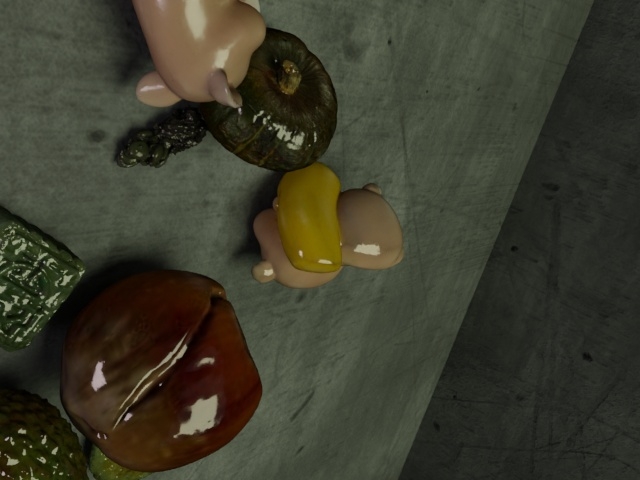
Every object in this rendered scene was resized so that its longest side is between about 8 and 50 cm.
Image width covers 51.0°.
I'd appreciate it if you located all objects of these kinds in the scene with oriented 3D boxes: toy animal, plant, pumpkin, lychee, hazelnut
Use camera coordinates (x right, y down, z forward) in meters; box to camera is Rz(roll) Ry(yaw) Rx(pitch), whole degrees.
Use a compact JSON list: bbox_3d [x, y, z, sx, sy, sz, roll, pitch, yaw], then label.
[{"bbox_3d":[-0.006,-0.018,1.505,0.345,0.277,0.247,-8,151,-39],"label":"toy animal"},{"bbox_3d":[-0.263,-0.170,1.135,0.174,0.087,0.085,-34,165,-28],"label":"plant"},{"bbox_3d":[-0.178,-0.341,0.984,0.213,0.195,0.256,-44,128,-42],"label":"toy animal"},{"bbox_3d":[-0.083,-0.251,1.151,0.260,0.260,0.189,-28,173,-40],"label":"pumpkin"},{"bbox_3d":[-0.512,0.353,1.040,0.270,0.320,0.270,-38,167,-10],"label":"lychee"},{"bbox_3d":[-0.283,0.233,1.205,0.372,0.372,0.315,-17,166,-47],"label":"hazelnut"}]

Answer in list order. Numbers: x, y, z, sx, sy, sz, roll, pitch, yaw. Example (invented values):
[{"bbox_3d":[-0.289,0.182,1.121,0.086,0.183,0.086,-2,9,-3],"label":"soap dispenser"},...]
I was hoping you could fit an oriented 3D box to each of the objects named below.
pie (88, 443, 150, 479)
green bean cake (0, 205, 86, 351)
[{"bbox_3d":[-0.378,0.408,1.453,0.277,0.078,0.277,-29,137,-31],"label":"pie"},{"bbox_3d":[-0.477,0.061,1.015,0.183,0.094,0.185,-52,143,-10],"label":"green bean cake"}]
